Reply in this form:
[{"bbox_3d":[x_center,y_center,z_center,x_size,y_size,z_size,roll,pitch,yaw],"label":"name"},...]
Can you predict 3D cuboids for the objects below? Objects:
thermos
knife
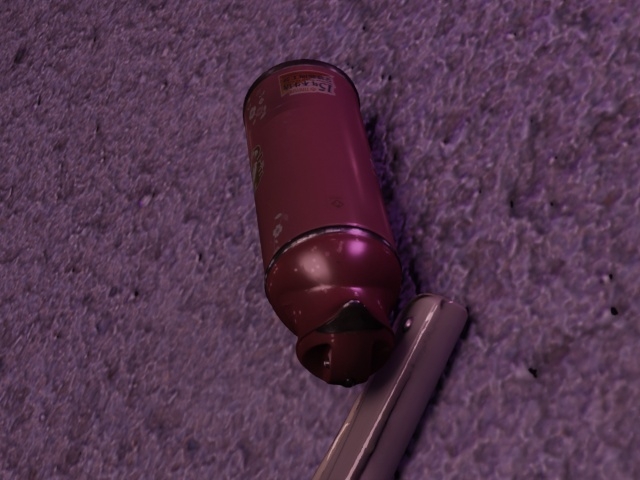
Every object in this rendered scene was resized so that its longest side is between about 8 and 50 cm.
[{"bbox_3d":[-0.005,-0.005,0.999,0.136,0.109,0.330,-49,32,29],"label":"thermos"},{"bbox_3d":[0.030,0.159,0.914,0.266,0.040,0.073,-62,26,-7],"label":"knife"}]
